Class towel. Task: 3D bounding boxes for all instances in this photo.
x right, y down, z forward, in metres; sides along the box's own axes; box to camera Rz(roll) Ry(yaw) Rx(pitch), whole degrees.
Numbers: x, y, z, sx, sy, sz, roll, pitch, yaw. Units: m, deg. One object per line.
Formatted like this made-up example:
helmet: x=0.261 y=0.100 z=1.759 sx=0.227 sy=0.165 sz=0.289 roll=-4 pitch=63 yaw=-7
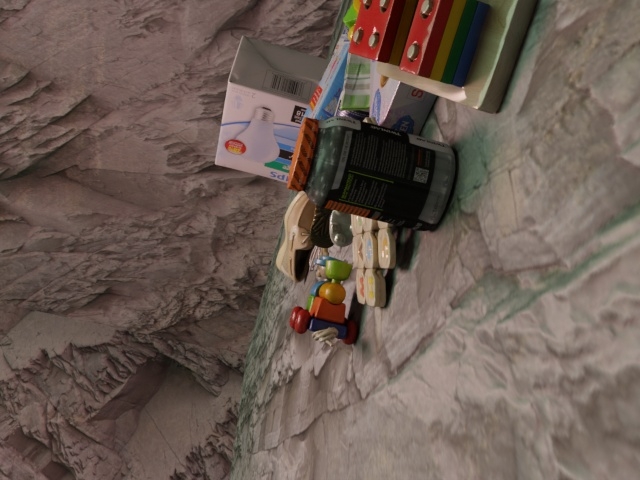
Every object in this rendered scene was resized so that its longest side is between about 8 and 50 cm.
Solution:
towel: x=0.099 y=-0.324 z=1.262 sx=0.023 sy=0.113 sz=0.152 roll=53 pitch=-138 yaw=-57

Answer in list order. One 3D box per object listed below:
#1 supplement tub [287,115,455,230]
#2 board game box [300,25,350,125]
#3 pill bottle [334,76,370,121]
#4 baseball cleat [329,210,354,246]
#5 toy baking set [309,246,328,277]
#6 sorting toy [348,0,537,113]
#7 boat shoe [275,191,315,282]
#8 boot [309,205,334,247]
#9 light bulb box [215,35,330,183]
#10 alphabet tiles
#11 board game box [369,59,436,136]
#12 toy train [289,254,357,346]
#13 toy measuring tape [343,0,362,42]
supplement tub: x=0.061 y=-0.087 z=0.803 sx=0.117 sy=0.190 sz=0.117 roll=-166 pitch=90 yaw=-82
board game box: x=0.057 y=-0.382 z=1.542 sx=0.308 sy=0.086 sz=0.302 roll=-100 pitch=35 yaw=-72
pill bottle: x=0.078 y=-0.264 z=1.352 sx=0.094 sy=0.094 sz=0.169 roll=-89 pitch=14 yaw=-59
baseball cleat: x=0.070 y=-0.083 z=1.266 sx=0.109 sy=0.072 sz=0.205 roll=43 pitch=-115 yaw=-83
toy baking set: x=0.002 y=-0.007 z=1.698 sx=0.256 sy=0.030 sz=0.196 roll=-148 pitch=71 yaw=-82
sorting toy: x=0.135 y=-0.303 z=0.732 sx=0.257 sy=0.089 sz=0.255 roll=47 pitch=126 yaw=59
boat shoe: x=-0.049 y=-0.013 z=1.882 sx=0.098 sy=0.109 sz=0.302 roll=42 pitch=128 yaw=35
boot: x=0.036 y=-0.144 z=1.487 sx=0.269 sy=0.089 sz=0.236 roll=-80 pitch=14 yaw=-52
light bulb box: x=-0.116 y=-0.378 z=1.976 sx=0.361 sy=0.358 sz=0.225 roll=112 pitch=171 yaw=-53
alphabet tiles: x=0.072 y=-0.040 z=1.003 sx=0.278 sy=0.021 sz=0.284 roll=169 pitch=99 yaw=-82
board game box: x=0.155 y=-0.340 z=1.025 sx=0.318 sy=0.066 sz=0.318 roll=111 pitch=169 yaw=-44
toy train: x=0.022 y=0.097 z=1.087 sx=0.248 sy=0.105 sz=0.143 roll=161 pitch=122 yaw=-81
toy measuring tape: x=0.159 y=-0.535 z=1.301 sx=0.330 sy=0.121 sz=0.121 roll=-59 pitch=7 yaw=-4
